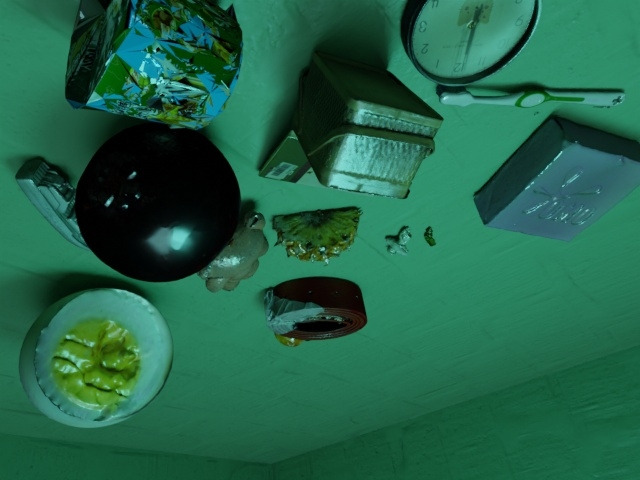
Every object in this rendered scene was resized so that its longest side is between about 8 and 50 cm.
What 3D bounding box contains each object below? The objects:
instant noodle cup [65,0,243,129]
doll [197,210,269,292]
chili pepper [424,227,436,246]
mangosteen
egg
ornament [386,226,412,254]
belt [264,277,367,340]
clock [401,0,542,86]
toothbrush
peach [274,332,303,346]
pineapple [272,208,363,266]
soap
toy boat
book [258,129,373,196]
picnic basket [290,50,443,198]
[{"bbox_3d":[-0.231,-0.269,0.668,0.178,0.240,0.240,13,139,-42],"label":"instant noodle cup"},{"bbox_3d":[-0.231,0.034,1.172,0.201,0.156,0.303,-44,173,-20],"label":"doll"},{"bbox_3d":[0.301,-0.009,1.302,0.027,0.022,0.083,13,155,28],"label":"chili pepper"},{"bbox_3d":[-0.285,-0.055,0.881,0.297,0.296,0.313,-15,140,8],"label":"mangosteen"},{"bbox_3d":[-0.630,0.322,1.287,0.355,0.354,0.340,24,150,-37],"label":"egg"},{"bbox_3d":[0.214,0.007,1.286,0.092,0.041,0.068,-24,121,37],"label":"ornament"},{"bbox_3d":[-0.019,0.219,1.461,0.324,0.115,0.227,3,142,-16],"label":"belt"},{"bbox_3d":[0.249,-0.361,0.784,0.226,0.049,0.226,-6,143,-4],"label":"clock"},{"bbox_3d":[0.428,-0.282,0.937,0.418,0.040,0.042,-1,141,-11],"label":"toothbrush"},{"bbox_3d":[-0.103,0.309,1.585,0.101,0.100,0.100,-6,144,-4],"label":"peach"},{"bbox_3d":[0.000,-0.001,1.148,0.233,0.135,0.079,-7,145,-6],"label":"pineapple"},{"bbox_3d":[0.572,-0.135,1.121,0.296,0.107,0.285,6,139,-22],"label":"soap"},{"bbox_3d":[-0.531,-0.059,0.996,0.085,0.078,0.260,2,143,10],"label":"toy boat"},{"bbox_3d":[0.034,-0.152,0.988,0.290,0.026,0.201,7,161,-24],"label":"book"},{"bbox_3d":[0.062,-0.197,0.779,0.165,0.266,0.139,6,125,-23],"label":"picnic basket"}]
